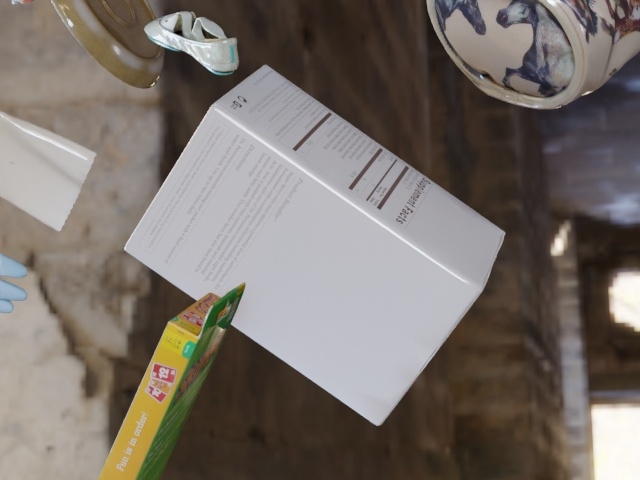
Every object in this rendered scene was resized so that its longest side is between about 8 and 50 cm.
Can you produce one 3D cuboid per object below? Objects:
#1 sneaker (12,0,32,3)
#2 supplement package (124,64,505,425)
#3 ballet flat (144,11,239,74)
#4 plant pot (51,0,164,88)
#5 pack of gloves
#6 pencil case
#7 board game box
[{"bbox_3d":[-0.433,-0.355,1.944,0.075,0.057,0.161,-18,148,34],"label":"sneaker"},{"bbox_3d":[0.000,0.000,1.414,0.293,0.177,0.175,35,-157,1],"label":"supplement package"},{"bbox_3d":[-0.153,-0.252,1.806,0.057,0.052,0.168,-20,-143,-39],"label":"ballet flat"},{"bbox_3d":[-0.280,-0.309,1.974,0.032,0.236,0.236,-31,158,21],"label":"plant pot"},{"bbox_3d":[-0.344,-0.038,1.310,0.232,0.195,0.046,26,-169,-7],"label":"pack of gloves"},{"bbox_3d":[0.273,-0.275,1.285,0.160,0.410,0.183,32,150,34],"label":"pencil case"},{"bbox_3d":[-0.135,0.152,1.202,0.039,0.259,0.124,29,-167,5],"label":"board game box"}]
